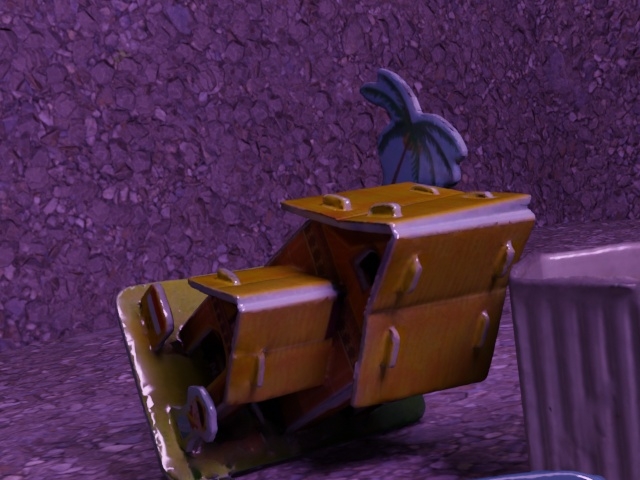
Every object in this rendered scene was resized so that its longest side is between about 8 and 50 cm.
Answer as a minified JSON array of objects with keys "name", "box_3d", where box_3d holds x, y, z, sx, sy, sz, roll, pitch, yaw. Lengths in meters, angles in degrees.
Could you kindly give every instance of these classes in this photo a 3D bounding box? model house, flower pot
[{"name":"model house","box_3d":[0.000,0.000,0.925,0.300,0.340,0.323,-8,-21,-32]},{"name":"flower pot","box_3d":[0.265,0.098,0.779,0.209,0.190,0.239,-11,7,-39]}]

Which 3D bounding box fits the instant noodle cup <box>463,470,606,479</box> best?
[{"name":"instant noodle cup","box_3d":[0.051,0.184,0.429,0.179,0.157,0.070,-7,-18,5]}]
